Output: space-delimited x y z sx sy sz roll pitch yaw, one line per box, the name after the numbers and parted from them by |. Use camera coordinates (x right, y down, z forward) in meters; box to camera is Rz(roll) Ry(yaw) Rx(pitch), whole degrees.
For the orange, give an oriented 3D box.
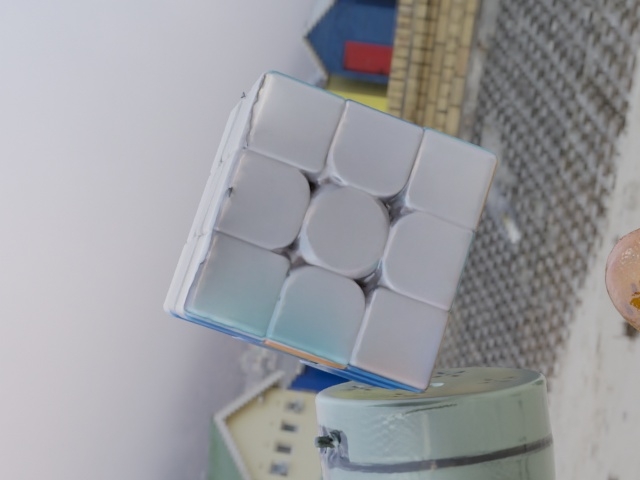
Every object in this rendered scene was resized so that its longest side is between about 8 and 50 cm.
0.570 0.065 1.917 0.170 0.224 0.224 -52 12 31 | orange

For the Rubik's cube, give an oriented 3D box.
0.000 0.000 1.412 0.291 0.290 0.291 158 131 -78 | Rubik's cube

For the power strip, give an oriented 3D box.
0.151 0.284 1.689 0.357 0.357 0.161 -6 -89 -86 | power strip
